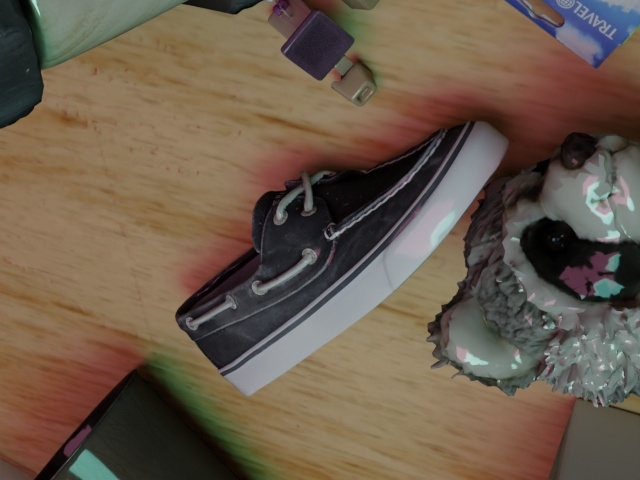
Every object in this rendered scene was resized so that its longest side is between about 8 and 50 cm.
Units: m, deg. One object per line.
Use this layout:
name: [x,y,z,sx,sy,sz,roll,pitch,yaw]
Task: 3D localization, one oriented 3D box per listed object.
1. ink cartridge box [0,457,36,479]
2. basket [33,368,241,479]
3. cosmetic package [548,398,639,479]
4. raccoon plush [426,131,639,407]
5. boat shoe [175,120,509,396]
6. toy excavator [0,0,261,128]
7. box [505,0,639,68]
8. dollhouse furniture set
ink cartridge box: [-0.225,0.372,0.948,0.354,0.207,0.119,31,122,4]
basket: [-0.130,0.249,0.886,0.227,0.154,0.204,40,121,-7]
cosmetic package: [0.202,0.274,0.720,0.138,0.224,0.224,16,121,12]
raccoon plush: [0.259,0.116,0.639,0.299,0.216,0.446,-9,113,33]
boat shoe: [0.000,0.000,0.731,0.102,0.108,0.301,43,130,-6]
toy excavator: [-0.247,-0.314,0.562,0.433,0.222,0.445,21,135,51]
box: [0.168,-0.189,0.572,0.109,0.042,0.178,37,143,1]
dollhouse furniture set: [0.019,-0.166,0.687,0.114,0.091,0.081,-49,50,12]
